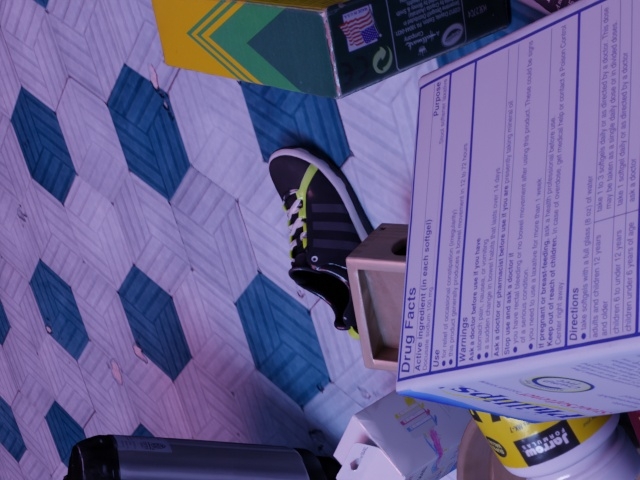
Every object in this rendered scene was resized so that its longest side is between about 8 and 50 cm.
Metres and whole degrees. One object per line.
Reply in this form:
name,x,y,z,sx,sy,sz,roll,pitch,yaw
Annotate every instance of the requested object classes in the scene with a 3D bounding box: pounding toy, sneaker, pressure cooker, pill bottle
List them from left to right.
pressure cooker,-0.117,0.431,1.623,0.370,0.420,0.375,-103,25,-47
sneaker,0.000,0.000,1.423,0.235,0.097,0.084,55,147,13
pounding toy,0.139,0.035,1.264,0.206,0.094,0.181,4,118,30
pill bottle,0.188,0.132,1.147,0.208,0.119,0.119,57,149,-7

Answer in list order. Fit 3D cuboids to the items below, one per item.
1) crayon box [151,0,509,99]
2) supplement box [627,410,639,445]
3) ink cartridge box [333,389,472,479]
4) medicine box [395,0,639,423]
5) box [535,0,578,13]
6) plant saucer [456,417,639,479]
crayon box,-0.012,-0.214,1.191,0.318,0.202,0.081,20,128,49
supplement box,0.301,0.079,1.071,0.130,0.073,0.239,-10,105,56
ink cartridge box,0.090,0.220,1.410,0.090,0.143,0.092,48,145,23
medicine box,0.201,-0.019,0.942,0.289,0.149,0.263,-20,59,54
box,0.184,-0.268,0.969,0.158,0.093,0.156,45,144,29
plant saucer,0.250,0.269,1.277,0.278,0.041,0.278,20,120,41
